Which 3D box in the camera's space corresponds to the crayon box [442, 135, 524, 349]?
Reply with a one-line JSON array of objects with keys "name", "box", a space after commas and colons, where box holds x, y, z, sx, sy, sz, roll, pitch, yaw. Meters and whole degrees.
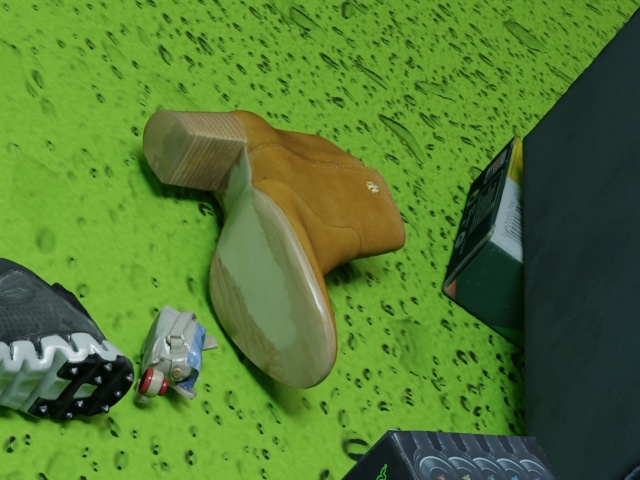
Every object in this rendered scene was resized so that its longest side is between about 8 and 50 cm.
[{"name": "crayon box", "box": [0.272, 0.062, 1.745, 0.318, 0.081, 0.202, 35, 31, -7]}]

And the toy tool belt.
[{"name": "toy tool belt", "box": [-0.098, 0.086, 1.326, 0.051, 0.052, 0.083, 23, 34, -13]}]

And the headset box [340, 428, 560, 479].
[{"name": "headset box", "box": [0.063, 0.276, 1.062, 0.131, 0.246, 0.283, 8, 44, -43]}]

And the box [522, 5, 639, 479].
[{"name": "box", "box": [0.437, 0.078, 1.542, 0.471, 0.297, 0.480, 25, 43, -18]}]

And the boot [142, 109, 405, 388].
[{"name": "boot", "box": [-0.001, 0.000, 1.498, 0.211, 0.104, 0.295, 6, 40, -44]}]

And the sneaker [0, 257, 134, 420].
[{"name": "sneaker", "box": [-0.231, 0.057, 1.197, 0.234, 0.078, 0.106, 10, 39, -47]}]
